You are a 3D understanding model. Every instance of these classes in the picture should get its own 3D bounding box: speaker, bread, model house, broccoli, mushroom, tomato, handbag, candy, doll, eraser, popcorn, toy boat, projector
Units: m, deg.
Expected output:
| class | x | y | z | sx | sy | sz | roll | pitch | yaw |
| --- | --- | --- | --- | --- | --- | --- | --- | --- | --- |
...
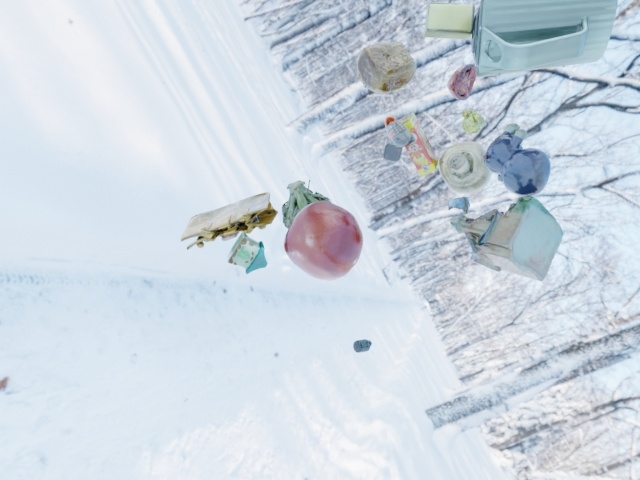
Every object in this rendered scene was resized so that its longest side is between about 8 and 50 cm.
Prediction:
| class | x | y | z | sx | sy | sz | roll | pitch | yaw |
| --- | --- | --- | --- | --- | --- | --- | --- | --- | --- |
| speaker | 0.206 | 0.497 | 1.981 | 0.075 | 0.094 | 0.060 | 1 | 52 | -36 |
| bread | 0.294 | -0.760 | 1.851 | 0.196 | 0.246 | 0.176 | 64 | -21 | 15 |
| model house | -0.275 | 0.057 | 1.630 | 0.148 | 0.127 | 0.100 | 31 | 7 | -21 |
| broccoli | -0.077 | -0.195 | 2.310 | 0.321 | 0.303 | 0.284 | 22 | -40 | 55 |
| mushroom | 0.684 | -0.354 | 1.970 | 0.260 | 0.254 | 0.234 | 27 | 7 | 23 |
| tomato | 0.000 | 0.000 | 1.484 | 0.226 | 0.298 | 0.299 | 7 | 50 | -44 |
| handbag | -0.395 | -0.078 | 1.831 | 0.283 | 0.400 | 0.133 | -94 | 166 | -73 |
| candy | 0.465 | -0.462 | 1.991 | 0.276 | 0.088 | 0.146 | 56 | 34 | -19 |
| doll | 0.720 | -0.279 | 1.510 | 0.258 | 0.153 | 0.228 | 51 | -29 | 36 |
| eraser | 0.480 | -0.817 | 1.546 | 0.058 | 0.171 | 0.117 | 52 | 44 | -83 |
| model house | 0.650 | -0.019 | 1.501 | 0.312 | 0.245 | 0.280 | 30 | -5 | -35 |
| tomato | 0.656 | -0.754 | 1.956 | 0.174 | 0.167 | 0.082 | -10 | 30 | -43 |
| popcorn | 0.921 | -0.720 | 2.524 | 0.162 | 0.135 | 0.142 | 28 | 39 | -19 |
| toy boat | 0.623 | -0.152 | 1.848 | 0.185 | 0.075 | 0.077 | -92 | 178 | -88 |
| projector | 0.332 | -0.417 | 1.900 | 0.082 | 0.083 | 0.083 | -71 | 172 | -56 |

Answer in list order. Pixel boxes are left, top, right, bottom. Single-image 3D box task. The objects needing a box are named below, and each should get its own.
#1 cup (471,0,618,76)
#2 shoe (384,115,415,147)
| class | x | y | z | sx | sy | sz | roll | pitch | yaw |
| --- | --- | --- | --- | --- | --- | --- | --- | --- | --- |
| cup | 0.689 | -0.665 | 1.333 | 0.310 | 0.391 | 0.402 | 40 | 58 | -65 |
| shoe | 0.292 | -0.414 | 1.569 | 0.077 | 0.074 | 0.194 | 57 | 5 | -32 |
